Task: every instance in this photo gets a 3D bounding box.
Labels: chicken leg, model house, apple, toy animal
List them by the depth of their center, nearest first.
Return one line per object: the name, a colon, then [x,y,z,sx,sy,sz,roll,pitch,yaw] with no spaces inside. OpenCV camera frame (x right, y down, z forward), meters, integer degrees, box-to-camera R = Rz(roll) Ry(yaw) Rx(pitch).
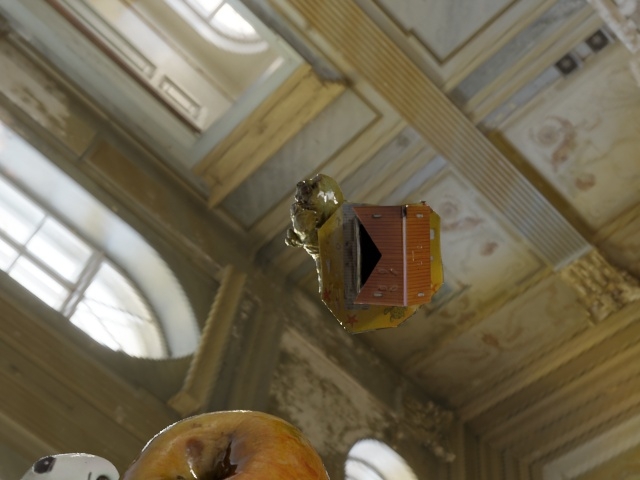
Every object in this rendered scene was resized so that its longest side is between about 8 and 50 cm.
apple: [-0.119,0.371,1.095,0.298,0.275,0.299,-15,-162,5]
model house: [0.099,0.044,1.382,0.136,0.207,0.220,-150,-119,-89]
chicken leg: [0.000,0.000,1.495,0.088,0.103,0.228,-6,-92,58]
toy animal: [-0.419,0.475,1.510,0.213,0.212,0.267,-57,179,-25]
